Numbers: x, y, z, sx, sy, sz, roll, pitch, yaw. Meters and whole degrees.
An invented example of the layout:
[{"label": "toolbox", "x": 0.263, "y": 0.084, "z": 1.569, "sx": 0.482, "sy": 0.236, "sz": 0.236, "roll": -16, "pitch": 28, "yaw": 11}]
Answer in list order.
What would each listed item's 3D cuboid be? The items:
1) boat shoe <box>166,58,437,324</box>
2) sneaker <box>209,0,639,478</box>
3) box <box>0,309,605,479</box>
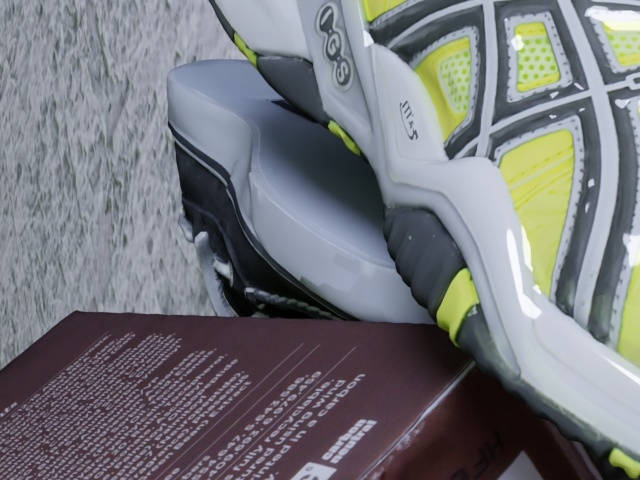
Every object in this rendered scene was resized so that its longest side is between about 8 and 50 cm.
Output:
[{"label": "boat shoe", "x": -0.004, "y": 0.000, "z": 0.639, "sx": 0.306, "sy": 0.113, "sz": 0.105, "roll": -145, "pitch": 54, "yaw": -59}, {"label": "sneaker", "x": 0.091, "y": -0.052, "z": 0.441, "sx": 0.385, "sy": 0.145, "sz": 0.147, "roll": 49, "pitch": 117, "yaw": 40}, {"label": "box", "x": -0.029, "y": 0.141, "z": 0.583, "sx": 0.191, "sy": 0.143, "sz": 0.381, "roll": 56, "pitch": 154, "yaw": -17}]
